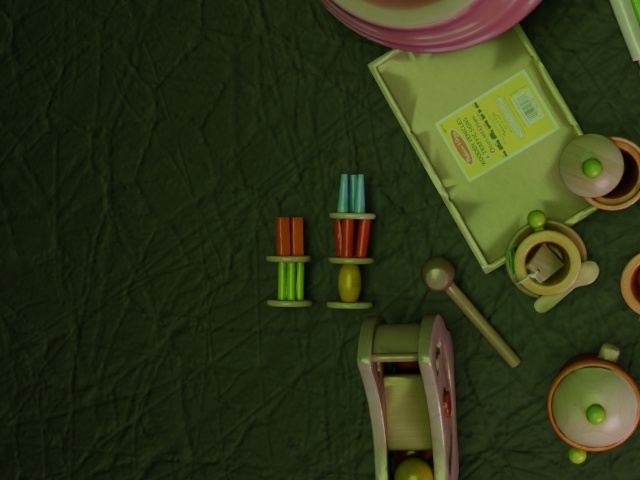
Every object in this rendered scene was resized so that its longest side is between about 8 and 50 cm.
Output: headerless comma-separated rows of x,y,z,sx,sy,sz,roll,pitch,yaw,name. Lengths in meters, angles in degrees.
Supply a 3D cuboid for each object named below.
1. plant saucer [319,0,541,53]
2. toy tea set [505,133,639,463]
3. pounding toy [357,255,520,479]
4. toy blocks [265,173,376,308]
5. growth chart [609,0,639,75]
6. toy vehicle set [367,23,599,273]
0.089,-0.342,1.367,0.332,0.084,0.332,12,118,24,plant saucer
0.294,0.061,1.397,0.200,0.124,0.336,-21,95,11,toy tea set
0.127,0.152,1.447,0.154,0.154,0.270,-3,90,14,pounding toy
0.000,0.000,1.527,0.123,0.054,0.148,2,91,13,toy blocks
0.412,-0.286,1.444,0.237,0.021,0.172,-29,85,13,growth chart
0.187,-0.119,1.491,0.166,0.035,0.267,-30,84,12,toy vehicle set
